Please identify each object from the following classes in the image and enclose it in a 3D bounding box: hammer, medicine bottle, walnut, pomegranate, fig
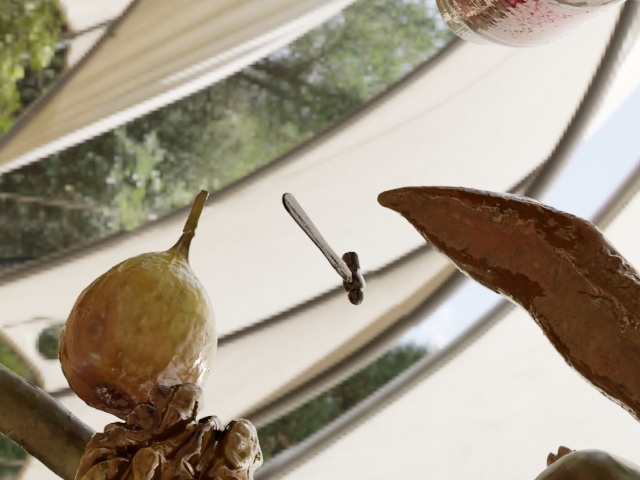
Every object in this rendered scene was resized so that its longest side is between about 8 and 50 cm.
[{"bbox_3d":[0.000,0.000,1.218,0.178,0.021,0.065,49,25,-44],"label":"hammer"},{"bbox_3d":[0.168,-0.228,0.931,0.247,0.147,0.147,163,-74,-81],"label":"medicine bottle"},{"bbox_3d":[-0.121,0.188,0.978,0.170,0.143,0.069,-55,179,-45],"label":"walnut"},{"bbox_3d":[0.302,0.305,1.316,0.210,0.179,0.180,-95,-169,-60],"label":"pomegranate"},{"bbox_3d":[-0.170,0.056,1.224,0.159,0.159,0.257,119,-6,-65],"label":"fig"}]

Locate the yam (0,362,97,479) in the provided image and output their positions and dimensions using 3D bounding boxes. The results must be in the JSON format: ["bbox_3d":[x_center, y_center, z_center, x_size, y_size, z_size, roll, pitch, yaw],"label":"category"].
[{"bbox_3d":[-0.331,0.209,1.356,0.071,0.317,0.067,-56,-173,-14],"label":"yam"}]

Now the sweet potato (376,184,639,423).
[{"bbox_3d":[0.203,0.044,0.900,0.354,0.106,0.095,40,-43,27],"label":"sweet potato"}]
